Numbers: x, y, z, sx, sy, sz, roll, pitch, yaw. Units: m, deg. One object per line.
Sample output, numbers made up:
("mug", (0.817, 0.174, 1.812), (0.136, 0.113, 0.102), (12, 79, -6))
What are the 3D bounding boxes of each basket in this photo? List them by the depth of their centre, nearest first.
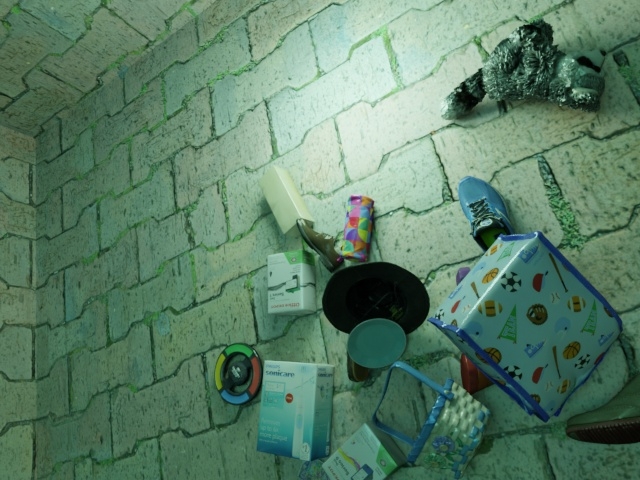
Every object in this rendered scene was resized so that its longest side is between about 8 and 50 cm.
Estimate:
("basket", (0.296, 0.488, 1.298), (0.288, 0.201, 0.255), (26, 125, 25))

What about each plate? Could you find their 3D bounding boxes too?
("plate", (0.174, 0.318, 1.477), (0.188, 0.188, 0.024), (-42, 20, 15))

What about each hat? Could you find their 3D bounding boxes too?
("hat", (0.172, 0.166, 1.487), (0.331, 0.331, 0.134), (-33, 24, 20))

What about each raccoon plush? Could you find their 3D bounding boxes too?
("raccoon plush", (0.618, -0.429, 1.423), (0.446, 0.216, 0.299), (-43, 71, 48))

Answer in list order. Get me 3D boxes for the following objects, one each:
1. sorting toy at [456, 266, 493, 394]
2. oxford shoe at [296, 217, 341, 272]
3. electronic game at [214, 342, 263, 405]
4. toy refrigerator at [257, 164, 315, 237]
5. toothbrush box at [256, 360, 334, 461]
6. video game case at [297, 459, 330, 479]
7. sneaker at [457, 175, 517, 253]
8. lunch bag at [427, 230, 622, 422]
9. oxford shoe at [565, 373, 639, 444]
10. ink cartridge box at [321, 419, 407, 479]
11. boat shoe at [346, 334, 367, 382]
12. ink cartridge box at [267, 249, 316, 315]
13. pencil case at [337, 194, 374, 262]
("sorting toy", (0.468, 0.257, 1.358), (0.126, 0.127, 0.366), (-1, 79, 7))
("oxford shoe", (0.000, 0.000, 1.679), (0.096, 0.083, 0.227), (-40, 90, -1))
("electronic game", (-0.311, 0.502, 1.779), (0.229, 0.048, 0.229), (-8, 74, 29))
("toy refrigerator", (-0.131, -0.150, 1.808), (0.102, 0.094, 0.270), (-42, 60, 23))
("toothbrush box", (-0.081, 0.559, 1.579), (0.216, 0.126, 0.296), (-4, 73, 30))
("video game case", (-0.013, 0.768, 1.558), (0.122, 0.011, 0.087), (18, 88, 33))
("sneaker", (0.497, -0.058, 1.377), (0.129, 0.147, 0.330), (-31, 63, 21))
("lunch bag", (0.527, 0.221, 1.189), (0.385, 0.239, 0.328), (41, 86, -6))
("oxford shoe", (0.768, 0.403, 1.143), (0.348, 0.123, 0.130), (-25, 40, 25))
("ink cartridge box", (0.133, 0.683, 1.444), (0.212, 0.093, 0.154), (-49, 60, 14))
("boat shoe", (0.116, 0.357, 1.547), (0.073, 0.073, 0.207), (149, 130, -64))
("ink cartridge box", (-0.106, 0.158, 1.714), (0.160, 0.092, 0.220), (-11, 72, 29))
("pencil case", (0.123, -0.038, 1.624), (0.104, 0.104, 0.237), (5, 79, 32))
